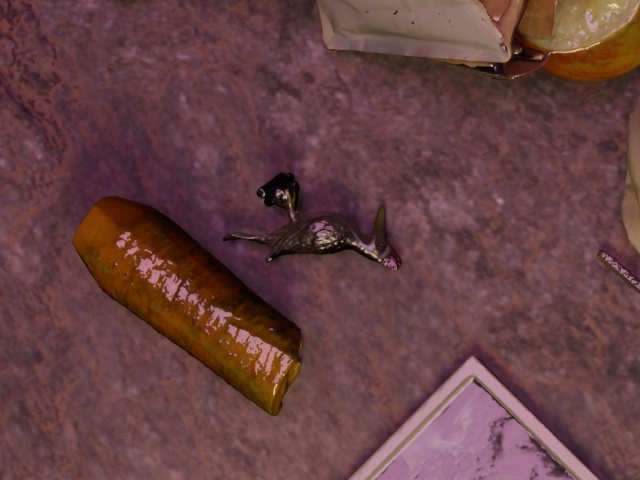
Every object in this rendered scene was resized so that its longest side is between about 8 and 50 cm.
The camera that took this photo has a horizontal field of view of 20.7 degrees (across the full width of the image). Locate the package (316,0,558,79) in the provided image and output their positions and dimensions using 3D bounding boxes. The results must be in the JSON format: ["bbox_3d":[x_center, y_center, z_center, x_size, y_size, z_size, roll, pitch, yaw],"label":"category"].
[{"bbox_3d":[0.123,-0.279,1.903,0.221,0.165,0.311,-36,29,-29],"label":"package"}]

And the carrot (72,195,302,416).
[{"bbox_3d":[-0.140,0.066,1.944,0.302,0.114,0.114,36,86,14],"label":"carrot"}]

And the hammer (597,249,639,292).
[{"bbox_3d":[0.406,0.104,1.867,0.029,0.058,0.292,-45,69,-7],"label":"hammer"}]

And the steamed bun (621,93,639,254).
[{"bbox_3d":[0.445,-0.075,1.815,0.280,0.207,0.268,23,83,17],"label":"steamed bun"}]

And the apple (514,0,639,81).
[{"bbox_3d":[0.285,-0.270,1.910,0.173,0.160,0.195,5,82,6],"label":"apple"}]

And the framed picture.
[{"bbox_3d":[0.134,0.316,1.883,0.324,0.020,0.240,-43,74,-1],"label":"framed picture"}]

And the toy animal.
[{"bbox_3d":[-0.002,-0.011,1.970,0.202,0.070,0.105,19,91,8],"label":"toy animal"}]
